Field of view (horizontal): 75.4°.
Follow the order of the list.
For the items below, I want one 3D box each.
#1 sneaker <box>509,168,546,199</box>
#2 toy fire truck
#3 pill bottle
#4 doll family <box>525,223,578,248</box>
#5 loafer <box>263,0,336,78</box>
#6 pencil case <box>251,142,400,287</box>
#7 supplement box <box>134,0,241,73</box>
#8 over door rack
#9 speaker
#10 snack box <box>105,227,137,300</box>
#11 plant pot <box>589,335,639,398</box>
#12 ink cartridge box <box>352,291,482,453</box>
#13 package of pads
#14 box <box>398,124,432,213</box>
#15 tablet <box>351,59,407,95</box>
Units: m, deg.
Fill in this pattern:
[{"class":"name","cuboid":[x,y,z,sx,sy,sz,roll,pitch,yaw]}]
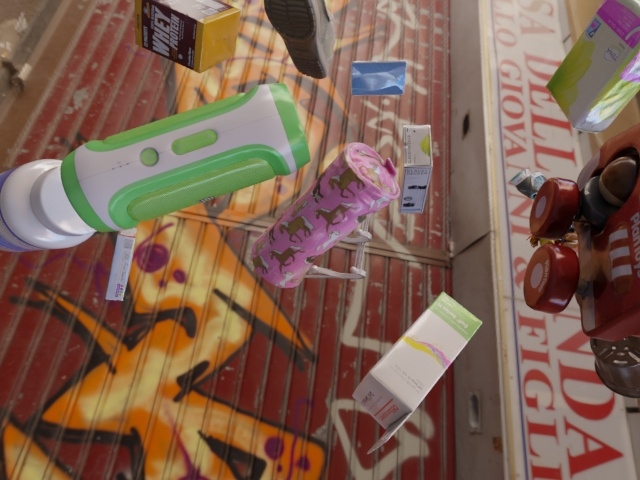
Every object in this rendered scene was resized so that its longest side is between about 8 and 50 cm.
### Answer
[{"class":"sneaker","cuboid":[0.540,-0.131,1.050,0.065,0.167,0.076,-48,-119,37]},{"class":"toy fire truck","cuboid":[0.408,-0.022,0.543,0.253,0.170,0.301,91,16,-62]},{"class":"pill bottle","cuboid":[-0.483,-0.059,0.722,0.152,0.272,0.152,8,80,-54]},{"class":"doll family","cuboid":[0.613,-0.033,1.063,0.163,0.119,0.262,-76,169,-46]},{"class":"loafer","cuboid":[-0.029,-0.412,0.768,0.268,0.102,0.091,59,50,-76]},{"class":"pencil case","cuboid":[0.004,-0.046,0.943,0.386,0.160,0.167,-43,-162,33]},{"class":"supplement box","cuboid":[-0.352,-0.572,1.108,0.191,0.194,0.129,-61,175,-47]},{"class":"over door rack","cuboid":[0.000,0.000,1.200,0.325,0.108,0.239,-9,-120,42]},{"class":"speaker","cuboid":[-0.170,-0.109,0.553,0.131,0.297,0.131,161,-90,-88]},{"class":"snack box","cuboid":[-0.424,0.046,0.885,0.100,0.037,0.141,-149,-107,-66]},{"class":"plant pot","cuboid":[0.765,0.287,1.039,0.167,0.165,0.166,-29,-141,26]},{"class":"ink cartridge box","cuboid":[0.198,0.303,0.960,0.354,0.119,0.207,-38,158,-29]},{"class":"package of pads","cuboid":[0.731,-0.452,1.050,0.296,0.101,0.229,107,-12,-49]},{"class":"box","cuboid":[0.313,-0.230,1.396,0.289,0.087,0.169,75,17,-63]},{"class":"tablet","cuboid":[0.089,-0.249,0.636,0.054,0.084,0.006,86,7,-46]}]
